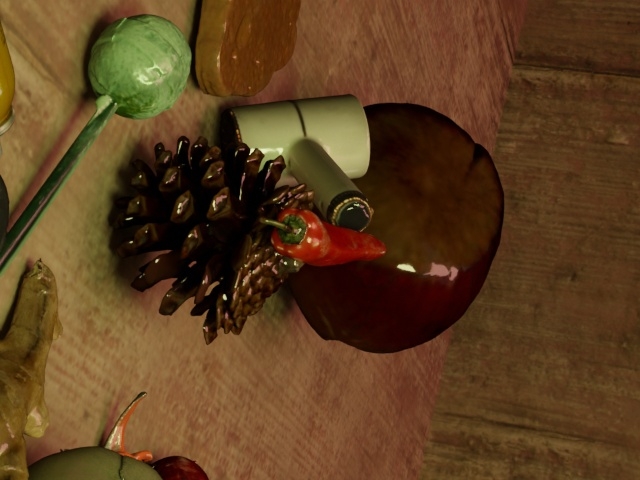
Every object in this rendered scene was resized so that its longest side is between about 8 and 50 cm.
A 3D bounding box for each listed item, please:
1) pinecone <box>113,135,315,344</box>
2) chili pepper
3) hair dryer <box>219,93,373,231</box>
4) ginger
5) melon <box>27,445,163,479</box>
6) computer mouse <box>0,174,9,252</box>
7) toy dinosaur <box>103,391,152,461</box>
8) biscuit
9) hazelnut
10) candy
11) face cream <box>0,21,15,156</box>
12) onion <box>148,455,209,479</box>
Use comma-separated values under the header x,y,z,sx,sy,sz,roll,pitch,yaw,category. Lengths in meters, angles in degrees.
x,y,z,sx,sy,sz,roll,pitch,yaw,category
-0.141,-0.015,1.659,0.264,0.264,0.264,8,90,-71,pinecone
0.000,0.000,1.574,0.272,0.071,0.063,14,98,-60,chili pepper
-0.002,-0.094,1.814,0.362,0.203,0.128,-127,-147,-59,hair dryer
-0.336,0.165,1.386,0.148,0.081,0.334,35,39,-22,ginger
-0.265,0.381,1.429,0.268,0.268,0.330,62,19,-60,melon
-0.392,0.027,1.192,0.168,0.087,0.295,24,90,-62,computer mouse
-0.272,0.332,1.704,0.101,0.055,0.280,13,83,-44,toy dinosaur
-0.107,-0.362,1.883,0.351,0.057,0.312,-58,150,-52,biscuit
0.100,-0.028,2.188,0.402,0.402,0.429,65,34,-58,hazelnut
-0.282,-0.092,1.470,0.440,0.119,0.119,-59,152,-30,candy
-0.348,-0.219,1.179,0.105,0.105,0.349,-60,152,-47,face cream
-0.202,0.362,1.818,0.131,0.131,0.131,8,90,-71,onion
